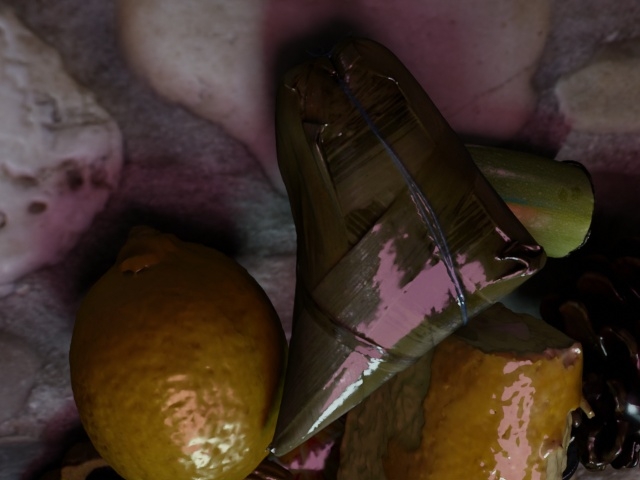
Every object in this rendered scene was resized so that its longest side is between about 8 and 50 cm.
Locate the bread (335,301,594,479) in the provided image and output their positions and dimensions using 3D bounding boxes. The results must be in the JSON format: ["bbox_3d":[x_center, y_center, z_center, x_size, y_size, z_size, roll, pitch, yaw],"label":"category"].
[{"bbox_3d":[0.117,0.237,0.983,0.165,0.236,0.375,5,99,-27],"label":"bread"}]

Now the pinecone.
[{"bbox_3d":[0.318,0.125,1.083,0.257,0.243,0.243,-40,135,-10],"label":"pinecone"}]

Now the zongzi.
[{"bbox_3d":[0.000,0.000,0.855,0.274,0.125,0.250,-38,95,0],"label":"zongzi"}]

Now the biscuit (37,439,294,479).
[{"bbox_3d":[-0.158,0.268,1.079,0.291,0.041,0.208,-15,129,23],"label":"biscuit"}]

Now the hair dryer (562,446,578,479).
[{"bbox_3d":[0.194,0.264,1.274,0.219,0.071,0.124,-11,162,7],"label":"hair dryer"}]

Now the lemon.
[{"bbox_3d":[-0.118,0.109,0.919,0.188,0.188,0.256,-14,100,-11],"label":"lemon"}]

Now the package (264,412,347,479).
[{"bbox_3d":[0.003,0.247,1.153,0.288,0.108,0.223,-20,120,6],"label":"package"}]

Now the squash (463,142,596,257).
[{"bbox_3d":[0.149,-0.042,0.972,0.188,0.095,0.095,10,125,-29],"label":"squash"}]
